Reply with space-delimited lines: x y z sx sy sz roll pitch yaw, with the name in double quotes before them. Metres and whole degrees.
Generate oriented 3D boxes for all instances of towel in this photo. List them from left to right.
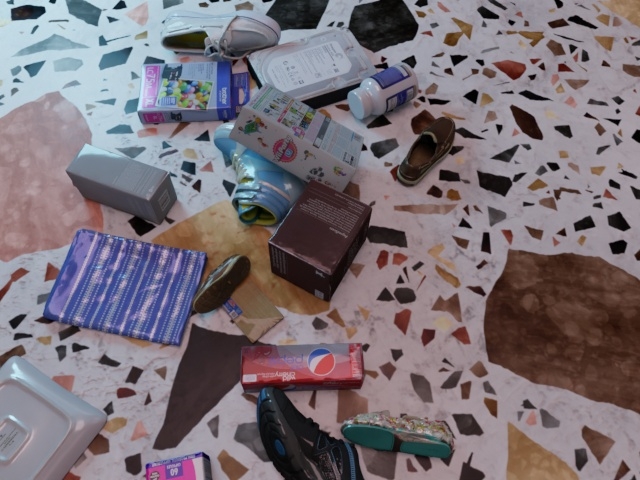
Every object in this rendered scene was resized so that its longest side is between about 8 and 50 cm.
"towel" -0.460 0.103 1.283 0.336 0.040 0.243 11 63 3

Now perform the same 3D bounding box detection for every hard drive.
"hard drive" -0.024 -0.505 1.609 0.339 0.064 0.237 -20 65 -13

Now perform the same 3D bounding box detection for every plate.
"plate" -0.639 0.413 1.110 0.278 0.045 0.277 28 65 13

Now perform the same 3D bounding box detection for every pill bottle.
"pill bottle" 0.177 -0.424 1.545 0.186 0.112 0.112 -29 67 -16

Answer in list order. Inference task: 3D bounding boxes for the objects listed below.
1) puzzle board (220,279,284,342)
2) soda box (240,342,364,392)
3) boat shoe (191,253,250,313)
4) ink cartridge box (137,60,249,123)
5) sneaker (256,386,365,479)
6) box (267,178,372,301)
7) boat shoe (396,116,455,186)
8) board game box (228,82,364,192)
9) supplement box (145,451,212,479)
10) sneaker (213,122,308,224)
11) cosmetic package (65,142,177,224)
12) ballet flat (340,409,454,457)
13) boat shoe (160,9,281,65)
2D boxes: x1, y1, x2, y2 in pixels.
"puzzle board" -0.163 0.167 1.276 0.096 0.011 0.128 -39 69 -18
"soda box" -0.039 0.279 1.174 0.263 0.092 0.083 -1 61 -2
"boat shoe" -0.243 0.102 1.285 0.060 0.064 0.178 13 52 44
"ink cartridge box" -0.362 -0.432 1.560 0.311 0.065 0.186 -2 63 -5
"sneaker" -0.009 0.438 1.095 0.139 0.125 0.341 -23 68 -34
"box" 0.000 0.000 1.281 0.167 0.168 0.203 28 64 12
"boat shoe" 0.303 -0.260 1.471 0.095 0.095 0.257 29 65 13
"board game box" -0.050 -0.259 1.362 0.303 0.097 0.224 29 31 -7
"supplement box" -0.259 0.531 1.023 0.111 0.114 0.220 -10 65 -8
"sneaker" -0.193 -0.164 1.387 0.319 0.127 0.208 33 64 15
"cosmetic package" -0.500 -0.142 1.364 0.238 0.127 0.107 23 64 8
"ballet flat" 0.161 0.401 1.136 0.241 0.091 0.077 12 32 0
"boat shoe" -0.307 -0.594 1.605 0.367 0.136 0.156 8 62 6
